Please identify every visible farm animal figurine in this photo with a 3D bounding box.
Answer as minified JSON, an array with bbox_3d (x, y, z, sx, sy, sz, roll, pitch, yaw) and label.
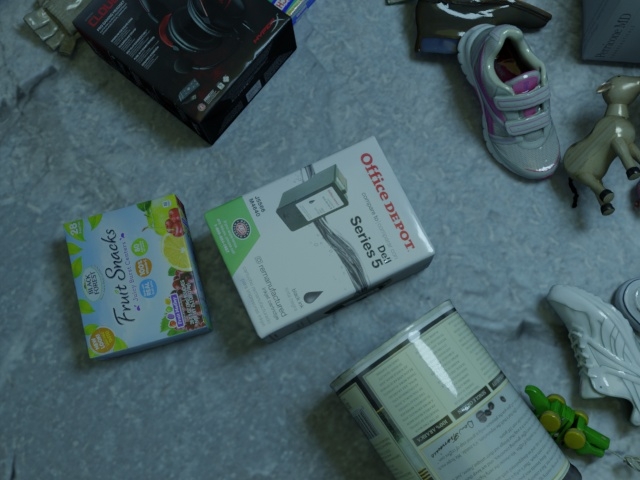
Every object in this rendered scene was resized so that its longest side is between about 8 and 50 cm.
[{"bbox_3d":[0.509,-0.205,1.010,0.330,0.327,0.172,-15,53,-6],"label":"farm animal figurine"}]

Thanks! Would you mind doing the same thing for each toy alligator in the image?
[{"bbox_3d":[0.357,0.274,1.018,0.189,0.056,0.051,35,123,8],"label":"toy alligator"}]

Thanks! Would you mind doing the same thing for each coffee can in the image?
[{"bbox_3d":[0.171,0.245,0.952,0.201,0.201,0.275,-34,79,-5],"label":"coffee can"}]

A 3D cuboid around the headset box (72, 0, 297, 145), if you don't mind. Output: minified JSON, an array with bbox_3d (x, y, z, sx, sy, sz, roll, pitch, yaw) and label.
[{"bbox_3d":[-0.218,-0.328,1.139,0.293,0.110,0.218,39,83,10],"label":"headset box"}]

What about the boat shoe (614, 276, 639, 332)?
[{"bbox_3d":[0.551,0.117,1.022,0.258,0.084,0.095,20,80,6],"label":"boat shoe"}]

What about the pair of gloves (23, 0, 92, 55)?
[{"bbox_3d":[-0.451,-0.438,1.209,0.240,0.042,0.204,32,78,7],"label":"pair of gloves"}]

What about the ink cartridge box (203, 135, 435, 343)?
[{"bbox_3d":[0.000,0.000,1.056,0.272,0.115,0.198,-26,78,-3],"label":"ink cartridge box"}]

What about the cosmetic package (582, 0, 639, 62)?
[{"bbox_3d":[0.600,-0.364,1.055,0.384,0.217,0.156,3,73,4],"label":"cosmetic package"}]

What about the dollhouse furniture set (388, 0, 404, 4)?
[{"bbox_3d":[0.181,-0.433,1.189,0.151,0.058,0.076,-10,85,20],"label":"dollhouse furniture set"}]

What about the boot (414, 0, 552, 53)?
[{"bbox_3d":[0.251,-0.335,1.154,0.219,0.082,0.106,9,104,-6],"label":"boot"}]

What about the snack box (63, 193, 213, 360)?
[{"bbox_3d":[-0.269,0.056,1.079,0.174,0.070,0.207,-15,77,-1],"label":"snack box"}]

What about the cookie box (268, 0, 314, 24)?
[{"bbox_3d":[-0.072,-0.404,1.184,0.107,0.040,0.092,38,81,9],"label":"cookie box"}]

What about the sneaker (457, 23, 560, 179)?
[{"bbox_3d":[0.287,-0.204,1.075,0.103,0.111,0.252,-29,98,-3],"label":"sneaker"}]

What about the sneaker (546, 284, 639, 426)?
[{"bbox_3d":[0.393,0.164,1.020,0.115,0.090,0.232,-42,78,-3],"label":"sneaker"}]
